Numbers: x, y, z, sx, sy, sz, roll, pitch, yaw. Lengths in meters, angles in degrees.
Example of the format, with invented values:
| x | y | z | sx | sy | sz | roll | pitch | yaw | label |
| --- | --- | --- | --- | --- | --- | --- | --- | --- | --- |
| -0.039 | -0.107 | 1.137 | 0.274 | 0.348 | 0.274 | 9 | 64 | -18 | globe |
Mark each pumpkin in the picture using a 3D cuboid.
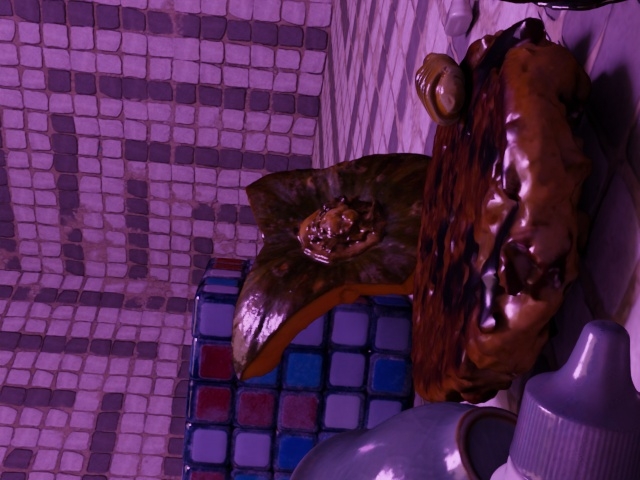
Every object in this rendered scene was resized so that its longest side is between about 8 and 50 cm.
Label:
| x | y | z | sx | sy | sz | roll | pitch | yaw | label |
| --- | --- | --- | --- | --- | --- | --- | --- | --- | --- |
| 0.020 | 0.008 | 0.999 | 0.095 | 0.258 | 0.290 | 70 | -168 | -44 | pumpkin |

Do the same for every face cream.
| x | y | z | sx | sy | sz | roll | pitch | yaw | label |
| --- | --- | --- | --- | --- | --- | --- | --- | --- | --- |
| 0.129 | 0.191 | 0.471 | 0.092 | 0.092 | 0.311 | -104 | 18 | -73 | face cream |

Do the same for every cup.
| x | y | z | sx | sy | sz | roll | pitch | yaw | label |
| --- | --- | --- | --- | --- | --- | --- | --- | --- | --- |
| 0.091 | 0.187 | 0.588 | 0.199 | 0.199 | 0.150 | -91 | 26 | -44 | cup |

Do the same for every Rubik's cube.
| x | y | z | sx | sy | sz | roll | pitch | yaw | label |
| --- | --- | --- | --- | --- | --- | --- | --- | --- | --- |
| -0.037 | 0.193 | 1.187 | 0.293 | 0.292 | 0.286 | -111 | 27 | -82 | Rubik's cube |

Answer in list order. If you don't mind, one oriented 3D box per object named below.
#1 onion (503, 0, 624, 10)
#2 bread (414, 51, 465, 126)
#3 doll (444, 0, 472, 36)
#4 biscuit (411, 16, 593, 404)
| x | y | z | sx | sy | sz | roll | pitch | yaw | label |
| --- | --- | --- | --- | --- | --- | --- | --- | --- | --- |
| 0.121 | -0.231 | 0.406 | 0.246 | 0.190 | 0.246 | -13 | 74 | 51 | onion |
| 0.093 | -0.118 | 0.662 | 0.088 | 0.034 | 0.049 | -88 | 0 | -66 | bread |
| 0.142 | -0.344 | 0.890 | 0.183 | 0.085 | 0.217 | 121 | 136 | -82 | doll |
| 0.135 | -0.016 | 0.660 | 0.334 | 0.081 | 0.289 | 113 | 166 | -76 | biscuit |
